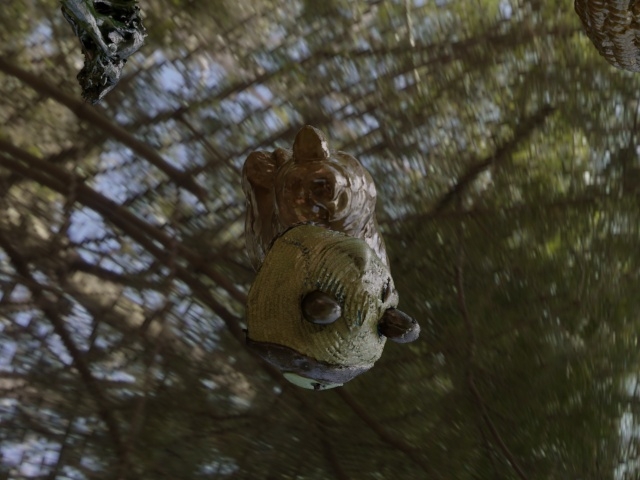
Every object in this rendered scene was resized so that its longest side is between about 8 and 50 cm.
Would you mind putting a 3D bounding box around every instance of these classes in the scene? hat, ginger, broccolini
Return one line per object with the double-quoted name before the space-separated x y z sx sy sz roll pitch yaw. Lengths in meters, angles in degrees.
"hat" 0.007 0.034 0.805 0.059 0.077 0.076 1 -121 49
"ginger" 0.002 0.004 0.939 0.074 0.213 0.137 -25 -86 -13
"broccolini" -0.144 -0.149 0.989 0.057 0.254 0.071 -16 -100 -2

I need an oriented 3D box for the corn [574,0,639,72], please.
"corn" 0.153 -0.146 0.729 0.086 0.288 0.087 -2 -104 7
